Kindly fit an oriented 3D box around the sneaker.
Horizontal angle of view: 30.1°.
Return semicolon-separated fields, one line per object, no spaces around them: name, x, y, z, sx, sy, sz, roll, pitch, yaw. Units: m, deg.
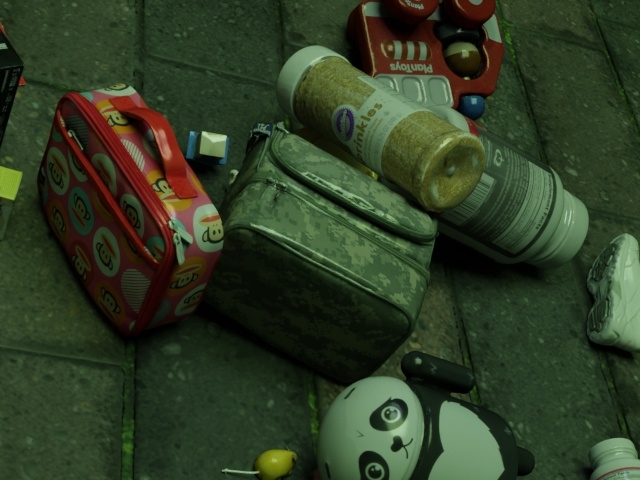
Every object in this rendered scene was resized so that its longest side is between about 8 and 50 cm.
sneaker;0.497;0.092;1.923;0.115;0.090;0.232;28;51;-12

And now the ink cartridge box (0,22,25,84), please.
ink cartridge box;-0.559;-0.302;1.738;0.225;0.056;0.181;-7;54;-31

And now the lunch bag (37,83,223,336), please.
lunch bag;-0.241;-0.051;1.518;0.120;0.258;0.293;-16;59;-39

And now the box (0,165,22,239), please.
box;-0.509;-0.076;1.525;0.232;0.087;0.058;16;44;-13

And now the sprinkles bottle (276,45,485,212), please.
sprinkles bottle;0.080;-0.168;1.715;0.121;0.121;0.355;-11;33;-36

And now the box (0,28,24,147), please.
box;-0.489;-0.184;1.567;0.147;0.180;0.077;-18;61;-38

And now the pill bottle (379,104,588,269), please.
pill bottle;0.262;-0.068;1.838;0.319;0.176;0.176;25;39;-32

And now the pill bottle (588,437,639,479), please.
pill bottle;0.417;0.354;1.616;0.087;0.087;0.160;10;45;-20

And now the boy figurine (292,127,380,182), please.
boy figurine;0.020;-0.116;1.847;0.177;0.092;0.285;36;42;7

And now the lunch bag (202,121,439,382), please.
lunch bag;0.000;0.000;1.612;0.305;0.212;0.256;29;46;-7

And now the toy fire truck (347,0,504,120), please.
toy fire truck;0.196;-0.333;2.121;0.302;0.169;0.253;-1;74;-28

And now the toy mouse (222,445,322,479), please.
toy mouse;-0.018;0.311;1.461;0.161;0.031;0.143;-12;57;-36

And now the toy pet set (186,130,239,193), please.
toy pet set;-0.180;-0.105;1.767;0.122;0.065;0.114;9;81;-18

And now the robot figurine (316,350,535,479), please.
robot figurine;0.130;0.269;1.458;0.278;0.173;0.209;22;31;-26
